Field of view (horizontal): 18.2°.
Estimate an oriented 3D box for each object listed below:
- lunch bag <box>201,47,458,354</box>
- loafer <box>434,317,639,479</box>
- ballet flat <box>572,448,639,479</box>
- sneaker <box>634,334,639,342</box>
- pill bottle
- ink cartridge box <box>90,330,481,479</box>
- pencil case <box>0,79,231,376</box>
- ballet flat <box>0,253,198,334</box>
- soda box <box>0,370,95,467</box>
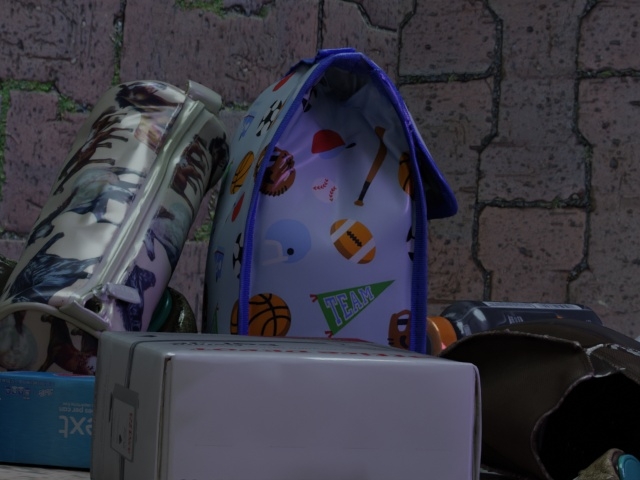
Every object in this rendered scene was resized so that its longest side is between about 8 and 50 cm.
[{"bbox_3d":[0.000,0.000,2.105,0.239,0.385,0.328,2,-1,-11],"label":"lunch bag"},{"bbox_3d":[0.199,0.129,1.536,0.130,0.133,0.366,3,-1,-42],"label":"loafer"},{"bbox_3d":[0.154,0.160,1.148,0.067,0.073,0.206,-12,-7,11],"label":"ballet flat"},{"bbox_3d":[0.397,0.167,2.186,0.161,0.102,0.282,6,13,36],"label":"sneaker"},{"bbox_3d":[0.224,0.140,2.457,0.246,0.130,0.130,2,0,-30],"label":"pill bottle"},{"bbox_3d":[-0.031,0.125,1.329,0.207,0.117,0.283,3,-1,-14],"label":"ink cartridge box"},{"bbox_3d":[-0.211,0.001,2.017,0.183,0.410,0.160,-30,-64,35],"label":"pencil case"},{"bbox_3d":[-0.353,0.098,2.197,0.483,0.164,0.182,12,-40,19],"label":"ballet flat"},{"bbox_3d":[-0.162,0.144,1.575,0.210,0.071,0.067,2,-1,17],"label":"soda box"}]
